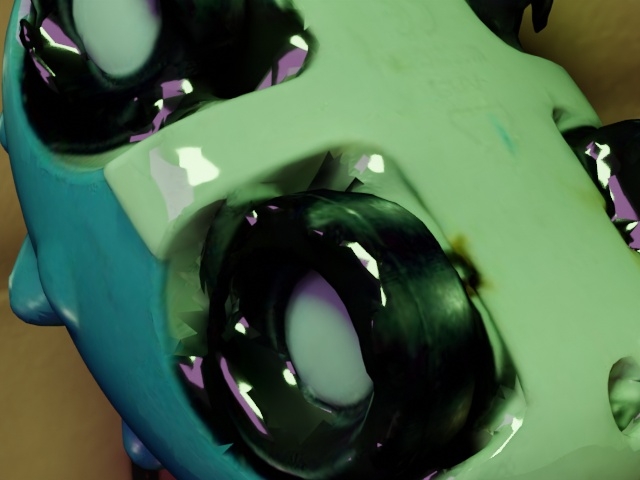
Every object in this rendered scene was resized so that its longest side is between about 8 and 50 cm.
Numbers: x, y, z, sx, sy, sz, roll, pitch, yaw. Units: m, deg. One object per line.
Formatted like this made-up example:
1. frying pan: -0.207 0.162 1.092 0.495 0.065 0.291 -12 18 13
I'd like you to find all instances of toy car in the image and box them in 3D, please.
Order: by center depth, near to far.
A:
1. toy car: 0.000 0.000 0.561 0.255 0.188 0.190 54 133 21
